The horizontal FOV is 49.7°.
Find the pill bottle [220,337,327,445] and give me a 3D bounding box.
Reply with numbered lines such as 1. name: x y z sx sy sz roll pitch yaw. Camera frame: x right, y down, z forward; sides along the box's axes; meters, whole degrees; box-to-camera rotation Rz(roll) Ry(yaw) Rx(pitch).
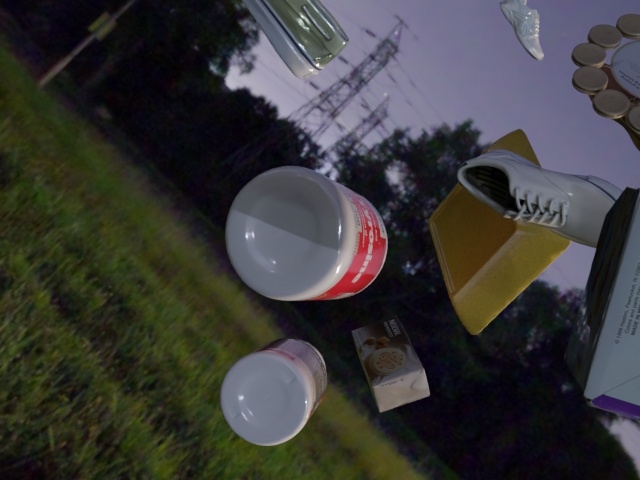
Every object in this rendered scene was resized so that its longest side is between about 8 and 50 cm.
1. pill bottle: -0.074 0.271 1.300 0.161 0.161 0.283 45 6 7

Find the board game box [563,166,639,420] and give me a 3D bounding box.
1. board game box: 0.258 0.047 0.464 0.142 0.144 0.275 16 0 18

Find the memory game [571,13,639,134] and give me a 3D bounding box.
1. memory game: 0.363 -0.179 0.742 0.186 0.186 0.012 45 -20 27

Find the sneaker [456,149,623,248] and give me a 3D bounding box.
1. sneaker: 0.291 -0.049 0.915 0.258 0.091 0.094 30 -50 46

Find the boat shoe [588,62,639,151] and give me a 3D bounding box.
1. boat shoe: 0.846 -0.355 1.842 0.324 0.123 0.116 40 0 -7

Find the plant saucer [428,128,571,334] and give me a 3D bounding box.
1. plant saucer: 0.342 -0.026 1.454 0.081 0.333 0.332 13 44 -23

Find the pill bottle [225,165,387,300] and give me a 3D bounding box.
1. pill bottle: 0.000 0.000 1.326 0.229 0.229 0.408 45 10 15

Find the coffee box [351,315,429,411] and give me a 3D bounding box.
1. coffee box: 0.182 0.323 1.839 0.246 0.141 0.098 -110 -177 -61

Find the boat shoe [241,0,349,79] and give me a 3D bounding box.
1. boat shoe: -0.073 -0.373 0.967 0.302 0.094 0.109 52 21 -19

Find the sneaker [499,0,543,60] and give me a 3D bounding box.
1. sneaker: 0.437 -0.452 1.456 0.152 0.061 0.054 64 22 6
